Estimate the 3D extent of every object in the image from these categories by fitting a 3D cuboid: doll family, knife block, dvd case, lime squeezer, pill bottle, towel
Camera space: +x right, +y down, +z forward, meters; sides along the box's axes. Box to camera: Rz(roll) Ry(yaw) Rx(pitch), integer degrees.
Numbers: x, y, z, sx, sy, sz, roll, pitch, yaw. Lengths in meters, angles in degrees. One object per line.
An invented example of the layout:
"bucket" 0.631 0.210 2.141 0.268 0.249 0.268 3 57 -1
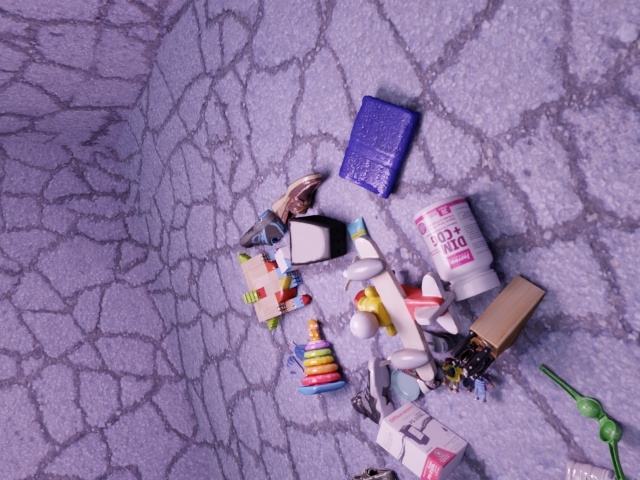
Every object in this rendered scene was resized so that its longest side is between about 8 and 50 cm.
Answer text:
"doll family" 0.454 0.427 1.299 0.193 0.076 0.111 6 96 40
"knife block" 0.470 0.245 1.126 0.088 0.242 0.275 38 122 34
"dvd case" 0.318 0.415 1.351 0.120 0.087 0.013 20 125 15
"lime squeezer" 0.684 0.455 1.053 0.310 0.110 0.058 -106 16 -52
"pill bottle" 0.402 0.023 1.216 0.160 0.160 0.282 -34 73 43
"towel" 0.200 -0.324 1.434 0.228 0.076 0.308 32 118 30

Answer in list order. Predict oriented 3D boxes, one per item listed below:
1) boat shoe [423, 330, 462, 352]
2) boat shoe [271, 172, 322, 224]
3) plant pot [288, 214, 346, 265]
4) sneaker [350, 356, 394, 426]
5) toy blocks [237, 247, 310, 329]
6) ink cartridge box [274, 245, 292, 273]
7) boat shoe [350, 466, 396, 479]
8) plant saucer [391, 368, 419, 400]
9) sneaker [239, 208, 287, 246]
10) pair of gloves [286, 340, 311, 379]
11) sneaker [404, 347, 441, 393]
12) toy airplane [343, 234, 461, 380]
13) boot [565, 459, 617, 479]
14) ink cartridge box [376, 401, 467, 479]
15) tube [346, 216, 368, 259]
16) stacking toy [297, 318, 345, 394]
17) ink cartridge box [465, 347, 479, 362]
"boat shoe" 0.385 0.332 1.360 0.183 0.083 0.065 174 93 -73
"boat shoe" -0.086 -0.163 1.719 0.342 0.123 0.123 -34 80 47
"plant pot" 0.000 0.000 1.617 0.167 0.187 0.187 4 99 33
"sneaker" 0.184 0.570 1.569 0.153 0.101 0.268 -7 94 43
"toy blocks" -0.201 0.190 1.871 0.261 0.191 0.381 -27 78 33
"ink cartridge box" -0.106 0.070 1.764 0.092 0.143 0.090 67 152 14
"boat shoe" 0.203 0.935 1.637 0.219 0.078 0.070 -26 79 36
"plant saucer" 0.310 0.516 1.491 0.119 0.021 0.119 10 105 44
"sneaker" -0.271 -0.016 1.917 0.140 0.125 0.341 42 149 -9
"pair of gloves" -0.098 0.557 1.913 0.159 0.023 0.198 28 117 37
"sneaker" 0.355 0.424 1.411 0.077 0.072 0.178 -30 78 26
"toy airplane" 0.221 0.217 1.258 0.386 0.273 0.384 49 158 34
"boot" 0.712 0.713 1.080 0.123 0.095 0.258 -5 85 52
"ink cartridge box" 0.335 0.674 1.384 0.237 0.172 0.100 26 114 40
"tube" 0.161 0.021 1.547 0.080 0.052 0.207 -32 68 32
"stacking toy" -0.012 0.481 1.740 0.175 0.166 0.301 -35 60 55
"ink cartridge box" 0.448 0.351 1.256 0.063 0.115 0.029 33 119 37
